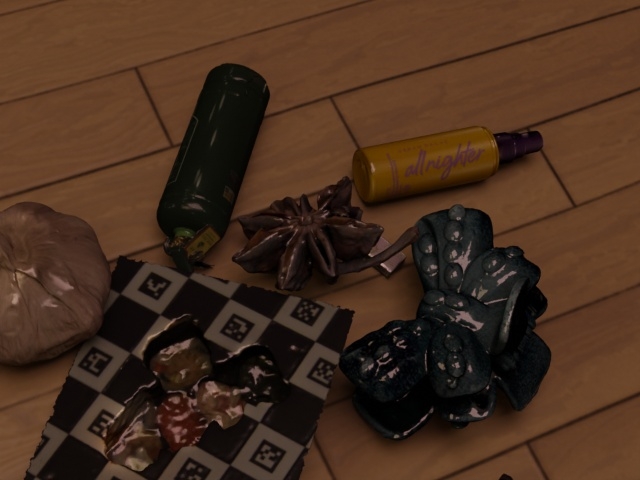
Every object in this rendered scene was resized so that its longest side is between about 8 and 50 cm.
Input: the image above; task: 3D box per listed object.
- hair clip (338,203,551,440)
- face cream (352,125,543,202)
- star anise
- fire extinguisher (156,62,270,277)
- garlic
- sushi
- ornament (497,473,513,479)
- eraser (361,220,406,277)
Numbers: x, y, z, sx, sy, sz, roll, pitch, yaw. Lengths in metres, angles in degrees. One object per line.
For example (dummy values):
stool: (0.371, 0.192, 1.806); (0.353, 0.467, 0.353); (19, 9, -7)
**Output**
hair clip: (0.172, 0.111, 1.614); (0.206, 0.194, 0.310); (13, 56, 31)
face cream: (0.183, -0.114, 1.804); (0.273, 0.078, 0.078); (-12, 63, -17)
star anise: (0.001, 0.000, 1.664); (0.231, 0.089, 0.209); (23, 54, 30)
fire extinguisher: (-0.145, -0.083, 1.719); (0.095, 0.114, 0.311); (-6, 51, 32)
garlic: (-0.360, 0.033, 1.535); (0.218, 0.212, 0.219); (-1, 62, 2)
sushi: (-0.149, 0.203, 1.566); (0.320, 0.069, 0.339); (11, 57, 12)
ornament: (0.179, 0.352, 1.444); (0.166, 0.196, 0.153); (8, 39, -7)
eraser: (0.072, 0.011, 1.745); (0.083, 0.019, 0.038); (39, 63, 13)
